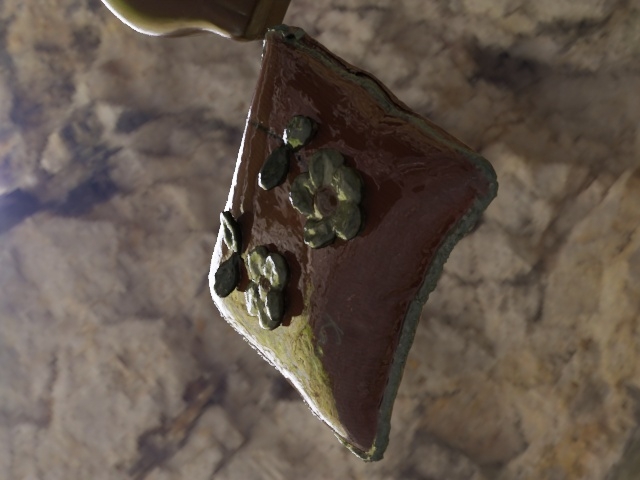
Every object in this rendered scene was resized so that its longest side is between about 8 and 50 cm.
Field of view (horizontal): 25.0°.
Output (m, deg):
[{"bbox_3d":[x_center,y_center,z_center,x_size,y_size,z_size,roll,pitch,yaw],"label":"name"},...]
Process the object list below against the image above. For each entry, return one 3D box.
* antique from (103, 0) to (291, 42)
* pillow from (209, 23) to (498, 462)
[{"bbox_3d":[-0.128,-0.296,1.295,0.278,0.129,0.224,33,-62,16],"label":"antique"},{"bbox_3d":[0.000,0.000,0.750,0.171,0.075,0.179,41,-55,39],"label":"pillow"}]
